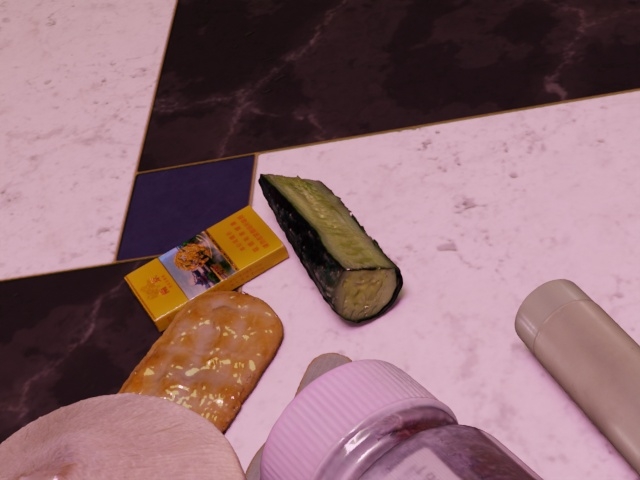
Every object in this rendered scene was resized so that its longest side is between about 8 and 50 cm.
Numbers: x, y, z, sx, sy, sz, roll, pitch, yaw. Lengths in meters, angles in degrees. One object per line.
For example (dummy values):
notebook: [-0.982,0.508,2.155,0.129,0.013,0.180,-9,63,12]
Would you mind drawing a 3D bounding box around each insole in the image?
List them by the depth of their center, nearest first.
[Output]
insole: [-0.019,0.172,1.033,0.064,0.004,0.188,8,49,25]

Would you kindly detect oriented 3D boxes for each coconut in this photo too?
coconut: [-0.152,0.232,0.823,0.238,0.265,0.237,-4,47,5]

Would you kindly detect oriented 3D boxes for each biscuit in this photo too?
biscuit: [-0.127,0.139,1.088,0.118,0.029,0.247,12,50,29]

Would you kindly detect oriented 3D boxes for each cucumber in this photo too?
cucumber: [0.001,0.003,1.170,0.078,0.062,0.211,2,27,-28]

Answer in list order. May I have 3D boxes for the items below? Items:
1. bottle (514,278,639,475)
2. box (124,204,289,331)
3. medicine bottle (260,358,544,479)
bottle: [0.240,0.115,0.948,0.072,0.072,0.201,-28,43,-9]
box: [-0.119,0.027,1.209,0.155,0.023,0.087,-31,46,-12]
medicine bottle: [0.088,0.216,0.830,0.165,0.165,0.273,-34,42,-16]
